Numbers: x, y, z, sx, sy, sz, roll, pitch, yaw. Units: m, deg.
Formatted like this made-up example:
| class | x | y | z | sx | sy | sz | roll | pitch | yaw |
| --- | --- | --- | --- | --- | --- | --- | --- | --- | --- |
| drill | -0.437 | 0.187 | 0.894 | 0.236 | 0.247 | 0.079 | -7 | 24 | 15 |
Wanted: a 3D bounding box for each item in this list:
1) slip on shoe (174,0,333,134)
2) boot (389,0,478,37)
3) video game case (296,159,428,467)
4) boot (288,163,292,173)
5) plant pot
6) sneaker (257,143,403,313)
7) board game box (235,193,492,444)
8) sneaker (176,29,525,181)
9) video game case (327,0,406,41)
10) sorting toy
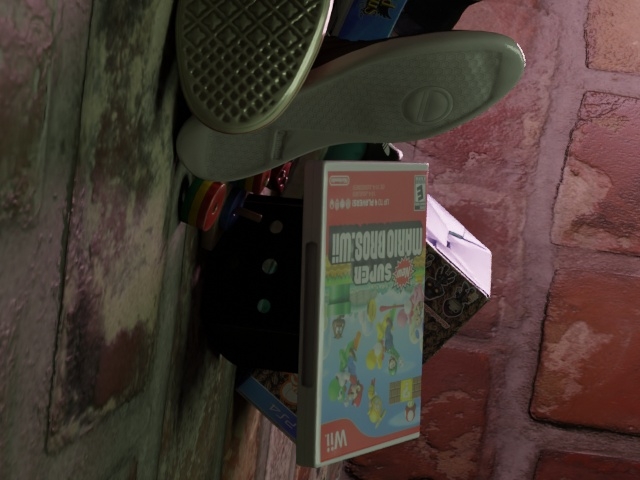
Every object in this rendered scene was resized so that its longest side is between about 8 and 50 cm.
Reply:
| class | x | y | z | sx | sy | sz | roll | pitch | yaw |
| --- | --- | --- | --- | --- | --- | --- | --- | --- | --- |
| slip on shoe | -0.047 | -0.225 | 1.234 | 0.101 | 0.123 | 0.331 | 95 | 1 | -62 |
| boot | 0.116 | -0.415 | 1.686 | 0.284 | 0.138 | 0.377 | 174 | -94 | -73 |
| video game case | 0.044 | 0.065 | 1.456 | 0.204 | 0.025 | 0.285 | -4 | 97 | -57 |
| boot | -0.024 | -0.090 | 1.904 | 0.206 | 0.090 | 0.248 | 71 | 29 | -45 |
| plant pot | -0.023 | 0.039 | 1.523 | 0.167 | 0.188 | 0.187 | 28 | 69 | -70 |
| sneaker | 0.000 | 0.000 | 1.718 | 0.108 | 0.121 | 0.302 | -64 | 176 | -61 |
| board game box | 0.060 | 0.096 | 1.830 | 0.291 | 0.141 | 0.232 | -46 | -177 | 15 |
| sneaker | 0.020 | -0.153 | 1.263 | 0.146 | 0.296 | 0.104 | -92 | 163 | -44 |
| video game case | 0.055 | -0.339 | 1.529 | 0.269 | 0.061 | 0.244 | 119 | -27 | -56 |
| sorting toy | -0.056 | -0.076 | 1.412 | 0.132 | 0.046 | 0.274 | 103 | 12 | -48 |
